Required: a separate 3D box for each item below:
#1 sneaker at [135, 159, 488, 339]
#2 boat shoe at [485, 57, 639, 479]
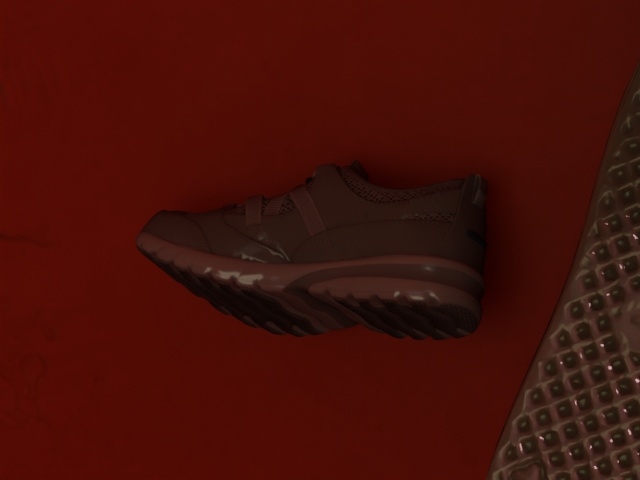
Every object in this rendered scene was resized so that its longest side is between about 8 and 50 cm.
[{"bbox_3d":[0.000,0.000,1.324,0.281,0.105,0.115,6,67,32],"label":"sneaker"},{"bbox_3d":[0.257,0.000,1.138,0.187,0.156,0.500,28,95,27],"label":"boat shoe"}]
